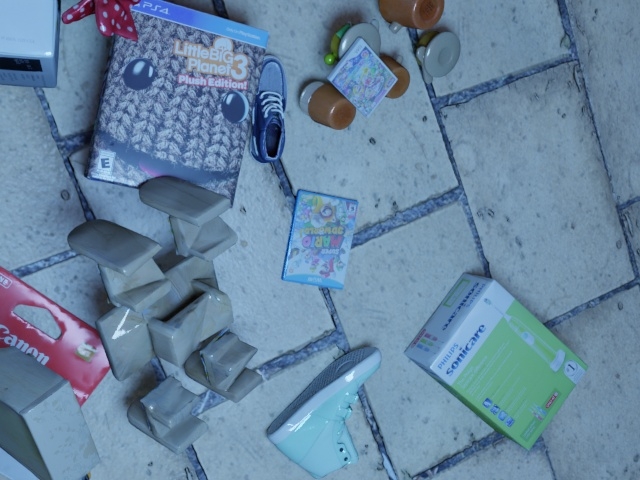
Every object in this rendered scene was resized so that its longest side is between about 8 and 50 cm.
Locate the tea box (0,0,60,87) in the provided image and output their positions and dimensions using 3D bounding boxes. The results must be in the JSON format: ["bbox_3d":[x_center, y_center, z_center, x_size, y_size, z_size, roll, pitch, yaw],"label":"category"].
[{"bbox_3d":[-0.468,-0.395,1.053,0.220,0.329,0.323,2,93,-19],"label":"tea box"}]

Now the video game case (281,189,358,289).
[{"bbox_3d":[0.000,0.000,1.412,0.119,0.015,0.166,10,92,-20],"label":"video game case"}]

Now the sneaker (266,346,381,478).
[{"bbox_3d":[0.043,0.318,1.411,0.256,0.094,0.151,-42,100,-1],"label":"sneaker"}]

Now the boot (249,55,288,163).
[{"bbox_3d":[-0.082,-0.226,1.327,0.069,0.086,0.190,1,94,-19],"label":"boot"}]

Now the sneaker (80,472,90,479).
[{"bbox_3d":[-0.452,0.468,1.263,0.084,0.083,0.215,30,86,-20],"label":"sneaker"}]

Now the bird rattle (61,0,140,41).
[{"bbox_3d":[-0.277,-0.402,1.042,0.253,0.207,0.143,-45,78,-1],"label":"bird rattle"}]

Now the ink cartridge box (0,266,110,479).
[{"bbox_3d":[-0.507,0.207,1.231,0.296,0.066,0.261,38,83,-18],"label":"ink cartridge box"}]

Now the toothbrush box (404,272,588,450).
[{"bbox_3d":[0.340,0.232,1.491,0.283,0.122,0.206,40,82,-18],"label":"toothbrush box"}]

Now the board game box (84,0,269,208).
[{"bbox_3d":[-0.235,-0.217,1.246,0.232,0.141,0.291,11,91,-19],"label":"board game box"}]

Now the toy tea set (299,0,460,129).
[{"bbox_3d":[0.092,-0.342,1.384,0.336,0.124,0.200,-33,134,-17],"label":"toy tea set"}]

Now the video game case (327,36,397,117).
[{"bbox_3d":[0.073,-0.276,1.314,0.087,0.011,0.122,-52,136,2],"label":"video game case"}]

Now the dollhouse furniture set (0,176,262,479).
[{"bbox_3d":[-0.324,0.141,1.156,0.394,0.256,0.362,-39,136,-38],"label":"dollhouse furniture set"}]
